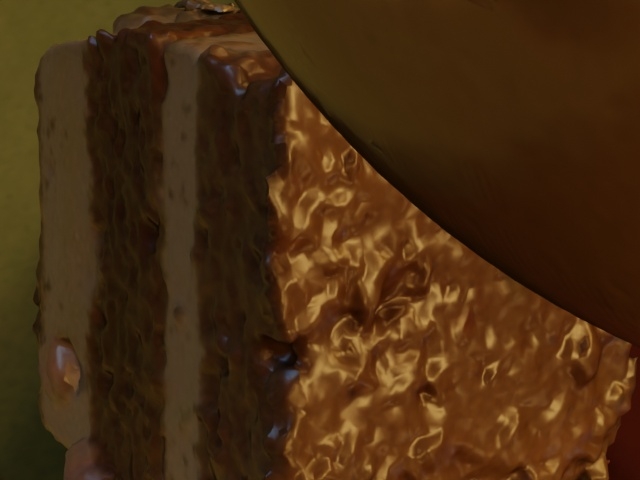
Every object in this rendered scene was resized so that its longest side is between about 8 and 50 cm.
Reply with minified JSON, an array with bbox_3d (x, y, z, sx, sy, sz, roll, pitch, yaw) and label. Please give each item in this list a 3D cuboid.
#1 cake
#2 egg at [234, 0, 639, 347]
[{"bbox_3d":[0.000,0.000,1.039,0.256,0.290,0.282,-8,105,-37],"label":"cake"},{"bbox_3d":[0.107,-0.133,0.421,0.301,0.301,0.374,2,41,-50],"label":"egg"}]
